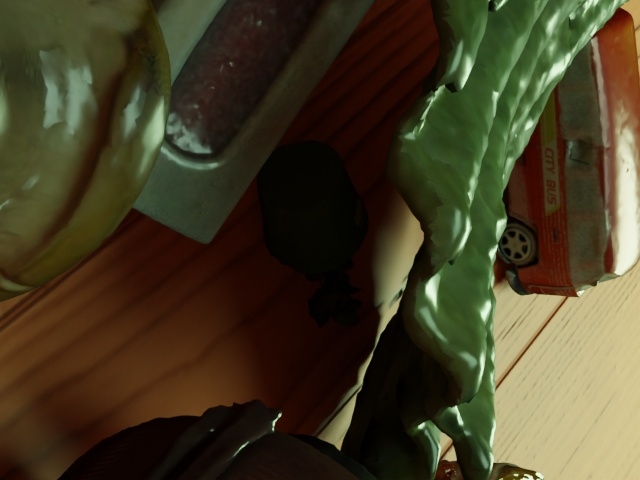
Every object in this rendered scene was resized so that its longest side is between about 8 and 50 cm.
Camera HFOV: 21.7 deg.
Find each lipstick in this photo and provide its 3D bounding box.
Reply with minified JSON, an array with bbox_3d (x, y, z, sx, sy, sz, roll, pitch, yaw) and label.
[{"bbox_3d":[-0.007,-0.125,0.606,0.079,0.077,0.253,31,97,-31],"label":"lipstick"}]

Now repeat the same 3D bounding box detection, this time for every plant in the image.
[{"bbox_3d":[0.000,0.000,0.775,0.102,0.051,0.051,74,36,-51],"label":"plant"}]

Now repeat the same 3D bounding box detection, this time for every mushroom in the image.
[{"bbox_3d":[-0.204,-0.030,0.375,0.407,0.137,0.154,2,79,-51],"label":"mushroom"}]

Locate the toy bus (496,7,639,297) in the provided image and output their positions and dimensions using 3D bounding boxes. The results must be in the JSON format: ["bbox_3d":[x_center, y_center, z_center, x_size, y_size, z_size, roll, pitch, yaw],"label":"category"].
[{"bbox_3d":[0.145,-0.051,0.967,0.079,0.077,0.174,-30,118,-52],"label":"toy bus"}]

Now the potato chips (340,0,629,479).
[{"bbox_3d":[0.099,-0.067,0.730,0.389,0.097,0.373,-62,171,-21],"label":"potato chips"}]

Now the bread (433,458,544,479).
[{"bbox_3d":[0.075,0.194,0.891,0.160,0.073,0.160,-13,105,-56],"label":"bread"}]

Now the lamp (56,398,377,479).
[{"bbox_3d":[-0.055,0.159,0.588,0.258,0.180,0.180,-46,131,-43],"label":"lamp"}]
